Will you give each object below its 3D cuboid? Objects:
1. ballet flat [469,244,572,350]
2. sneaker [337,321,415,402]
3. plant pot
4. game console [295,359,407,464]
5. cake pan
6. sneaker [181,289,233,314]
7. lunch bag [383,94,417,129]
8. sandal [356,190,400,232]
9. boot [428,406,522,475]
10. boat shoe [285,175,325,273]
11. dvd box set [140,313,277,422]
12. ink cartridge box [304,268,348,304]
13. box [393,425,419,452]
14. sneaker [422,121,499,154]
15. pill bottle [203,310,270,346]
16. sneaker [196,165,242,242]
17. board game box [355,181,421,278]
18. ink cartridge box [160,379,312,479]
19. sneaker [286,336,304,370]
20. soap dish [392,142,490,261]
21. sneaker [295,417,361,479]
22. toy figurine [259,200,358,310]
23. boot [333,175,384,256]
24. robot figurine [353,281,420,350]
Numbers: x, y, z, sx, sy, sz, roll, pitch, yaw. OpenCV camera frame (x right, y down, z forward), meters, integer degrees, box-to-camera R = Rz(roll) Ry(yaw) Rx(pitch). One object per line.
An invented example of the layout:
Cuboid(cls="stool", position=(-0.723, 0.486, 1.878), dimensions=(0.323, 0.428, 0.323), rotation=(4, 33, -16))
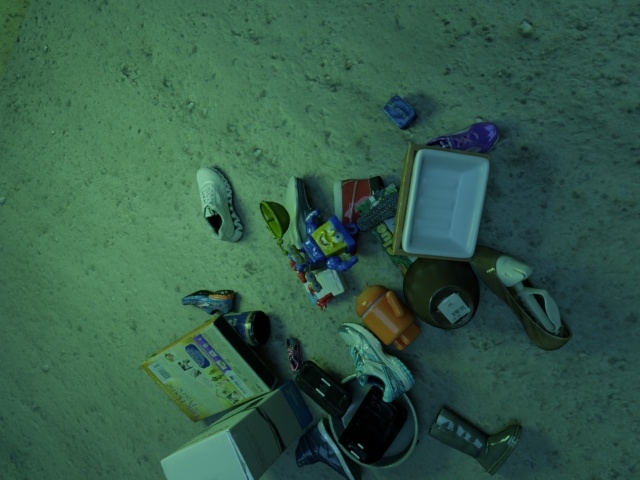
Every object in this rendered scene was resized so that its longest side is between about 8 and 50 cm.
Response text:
Cuboid(cls="ballet flat", position=(0.538, 0.138, 1.150), dimensions=(0.116, 0.124, 0.342), rotation=(-29, 79, -23))
Cuboid(cls="sneaker", position=(0.141, 0.360, 1.300), dimensions=(0.122, 0.110, 0.283), rotation=(-38, 56, -23))
Cuboid(cls="plant pot", position=(0.335, 0.150, 1.161), dimensions=(0.215, 0.230, 0.215), rotation=(1, 96, 8))
Cuboid(cls="game console", position=(0.075, 0.505, 1.353), dimensions=(0.361, 0.044, 0.213), rotation=(34, 102, 23))
Cuboid(cls="cake pan", position=(0.166, 0.555, 1.358), dimensions=(0.293, 0.054, 0.293), rotation=(-1, 88, 26))
Cuboid(cls="sneaker", position=(-0.414, 0.231, 1.583), dimensions=(0.221, 0.083, 0.087), rotation=(-3, 98, 25))
Cuboid(cls="lunch bag", position=(0.238, -0.376, 1.287), dimensions=(0.098, 0.065, 0.067), rotation=(48, 108, 14))
Cuboid(cls="sandal", position=(0.183, -0.086, 1.255), dimensions=(0.179, 0.040, 0.067), rotation=(-32, 87, 23))
Cuboid(cls="boot", position=(0.444, 0.551, 1.256), dimensions=(0.208, 0.076, 0.190), rotation=(34, 103, 24))
Cuboid(cls="boat shoe", position=(-0.049, -0.054, 1.424), dimensions=(0.099, 0.116, 0.319), rotation=(-4, 82, -20))
Cuboid(cls="dvd box set", position=(-0.397, 0.459, 1.513), dimensions=(0.420, 0.062, 0.307), rotation=(-32, 102, 29))
Cuboid(cls="ink cartridge box", position=(0.018, 0.144, 1.412), dimensions=(0.122, 0.052, 0.088), rotation=(-26, 83, 23))
Cuboid(cls="box", position=(0.255, 0.615, 1.357), dimensions=(0.067, 0.018, 0.083), rotation=(-47, 76, 18))
Cuboid(cls="sneaker", position=(0.378, -0.265, 1.215), dimensions=(0.236, 0.104, 0.095), rotation=(-18, 85, 21))
Cuboid(cls="pill bottle", position=(-0.296, 0.314, 1.514), dimensions=(0.219, 0.123, 0.123), rotation=(-10, 89, 22))
Cuboid(cls="sneaker", position=(-0.371, -0.131, 1.526), dimensions=(0.110, 0.118, 0.292), rotation=(-27, 81, 23))
Cuboid(cls="board game box", position=(0.230, -0.029, 1.286), dimensions=(0.136, 0.030, 0.260), rotation=(-35, 92, 10))
Cuboid(cls="ink cartridge box", position=(-0.244, 0.625, 1.361), dimensions=(0.285, 0.395, 0.166), rotation=(-32, 81, 20))
Cuboid(cls="sneaker", position=(-0.092, 0.386, 1.469), dimensions=(0.047, 0.057, 0.119), rotation=(-20, 84, 24))
Cuboid(cls="soap dish", position=(0.313, -0.098, 1.163), dimensions=(0.229, 0.118, 0.291), rotation=(5, 99, -12))
Cuboid(cls="sneaker", position=(0.018, 0.722, 1.419), dimensions=(0.163, 0.086, 0.226), rotation=(-41, 71, 11))
Cuboid(cls="toy figurine", position=(0.000, 0.000, 1.280), dimensions=(0.217, 0.191, 0.362), rotation=(-31, 68, -9))
Cuboid(cls="boot", position=(0.137, -0.073, 1.336), dimensions=(0.176, 0.088, 0.244), rotation=(-4, 88, 21))
Cuboid(cls="robot figurine", position=(0.195, 0.222, 1.303), dimensions=(0.128, 0.158, 0.219), rotation=(-46, 75, 0))
